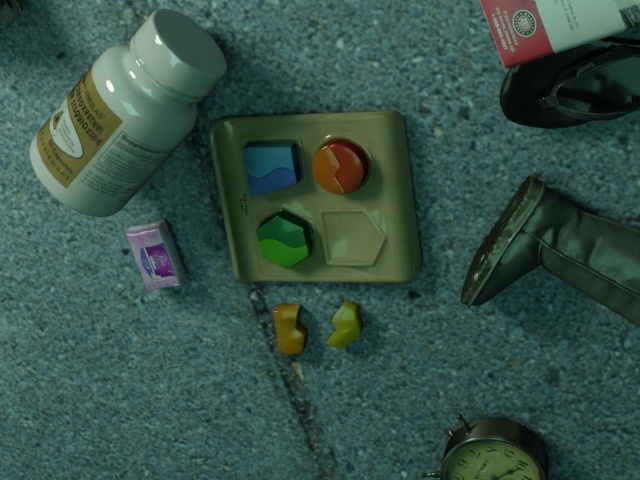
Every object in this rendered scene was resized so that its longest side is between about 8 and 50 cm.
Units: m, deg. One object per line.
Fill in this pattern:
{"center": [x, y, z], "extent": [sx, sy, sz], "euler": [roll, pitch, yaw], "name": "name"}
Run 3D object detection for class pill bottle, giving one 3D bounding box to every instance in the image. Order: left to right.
{"center": [-0.213, -0.144, 1.424], "extent": [0.131, 0.131, 0.229], "euler": [42, 117, -7], "name": "pill bottle"}

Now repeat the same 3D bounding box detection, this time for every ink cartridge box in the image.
{"center": [0.268, -0.294, 1.245], "extent": [0.237, 0.100, 0.172], "euler": [-16, 110, 22], "name": "ink cartridge box"}

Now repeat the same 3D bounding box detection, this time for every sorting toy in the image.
{"center": [0.000, 0.000, 1.488], "extent": [0.229, 0.041, 0.307], "euler": [-2, 114, 16], "name": "sorting toy"}

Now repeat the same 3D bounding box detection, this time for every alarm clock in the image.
{"center": [0.231, 0.288, 1.554], "extent": [0.192, 0.064, 0.129], "euler": [28, 118, 3], "name": "alarm clock"}

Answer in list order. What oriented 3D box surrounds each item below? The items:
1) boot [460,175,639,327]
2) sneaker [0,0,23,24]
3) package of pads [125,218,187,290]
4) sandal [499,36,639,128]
{"center": [0.284, 0.042, 1.427], "extent": [0.208, 0.076, 0.190], "euler": [28, 121, -7], "name": "boot"}
{"center": [-0.374, -0.320, 1.403], "extent": [0.268, 0.101, 0.153], "euler": [-35, 103, 32], "name": "sneaker"}
{"center": [-0.200, 0.017, 1.554], "extent": [0.050, 0.032, 0.083], "euler": [-10, 112, 20], "name": "package of pads"}
{"center": [0.310, -0.166, 1.320], "extent": [0.254, 0.054, 0.097], "euler": [-5, 113, 17], "name": "sandal"}
